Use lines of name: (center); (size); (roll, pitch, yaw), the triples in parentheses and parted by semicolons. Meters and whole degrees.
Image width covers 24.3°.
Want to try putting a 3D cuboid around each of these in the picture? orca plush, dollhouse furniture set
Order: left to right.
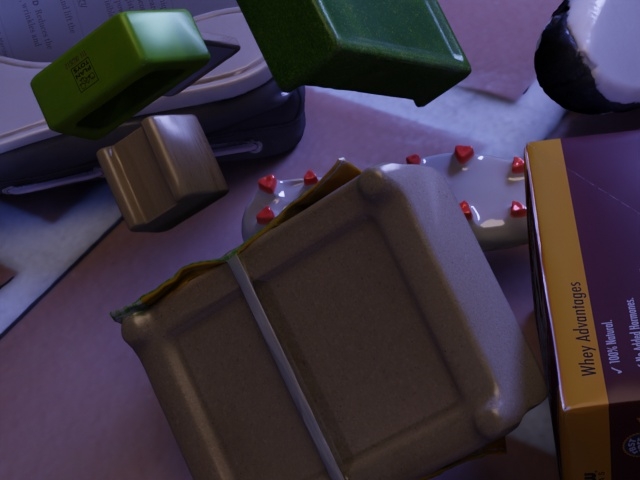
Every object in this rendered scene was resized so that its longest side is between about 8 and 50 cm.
dollhouse furniture set: (0.000, 0.000, 0.824); (0.198, 0.151, 0.301); (-31, 78, 27)
orca plush: (0.206, -0.167, 1.021); (0.102, 0.151, 0.287); (-16, 35, 45)

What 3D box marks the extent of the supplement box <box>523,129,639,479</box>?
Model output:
supplement box: (0.213, 0.047, 0.771); (0.194, 0.129, 0.191); (-6, 44, 6)

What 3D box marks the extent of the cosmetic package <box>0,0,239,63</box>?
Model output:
cosmetic package: (-0.125, -0.264, 1.151); (0.385, 0.156, 0.217); (-18, 42, -5)

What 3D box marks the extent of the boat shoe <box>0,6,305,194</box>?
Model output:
boat shoe: (-0.172, -0.074, 1.025); (0.335, 0.095, 0.112); (-10, 46, 9)

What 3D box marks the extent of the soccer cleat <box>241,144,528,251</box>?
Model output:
soccer cleat: (0.050, -0.010, 0.902); (0.196, 0.076, 0.068); (-4, 49, 13)
